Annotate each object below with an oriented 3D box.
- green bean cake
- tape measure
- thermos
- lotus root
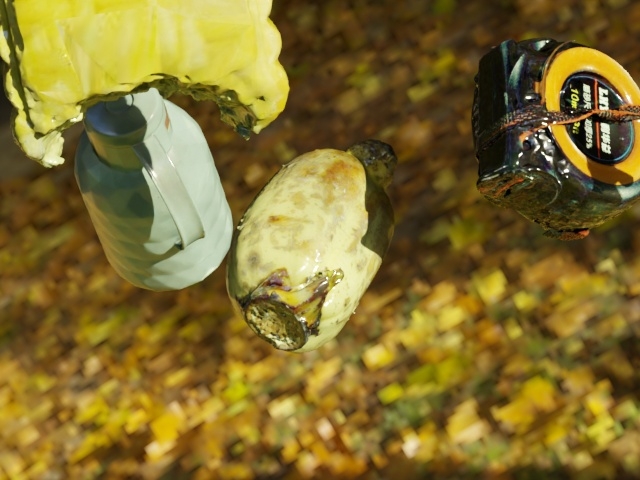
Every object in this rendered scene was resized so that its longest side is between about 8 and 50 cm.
[{"bbox_3d":[-0.156,-0.180,1.562,0.236,0.233,0.124,-11,16,-5],"label":"green bean cake"},{"bbox_3d":[0.260,-0.112,2.021,0.135,0.223,0.202,-35,47,49],"label":"tape measure"},{"bbox_3d":[-0.173,-0.056,1.929,0.145,0.182,0.286,-31,-25,-9],"label":"thermos"},{"bbox_3d":[0.000,0.000,2.145,0.173,0.173,0.309,-15,31,39],"label":"lotus root"}]
